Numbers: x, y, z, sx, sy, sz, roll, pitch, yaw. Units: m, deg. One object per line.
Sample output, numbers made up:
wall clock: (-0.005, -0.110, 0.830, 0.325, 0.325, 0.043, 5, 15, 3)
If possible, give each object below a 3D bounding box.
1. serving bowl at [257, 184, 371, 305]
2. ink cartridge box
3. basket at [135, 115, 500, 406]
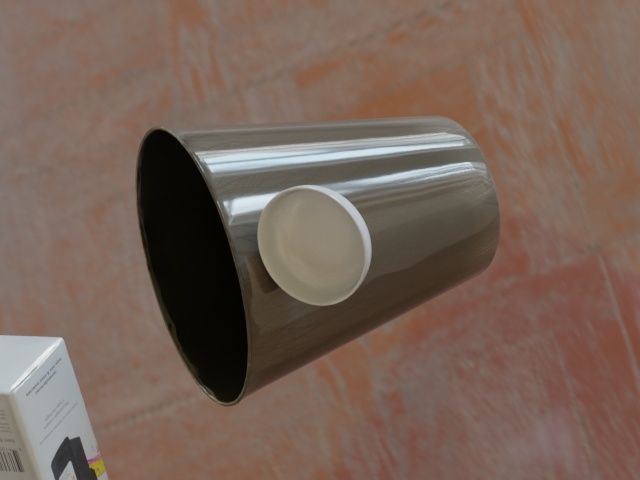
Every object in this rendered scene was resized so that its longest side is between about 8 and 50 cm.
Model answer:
serving bowl: (0.000, 0.000, 1.281, 0.083, 0.027, 0.083, 12, 116, 27)
ink cartridge box: (-0.223, 0.157, 1.335, 0.127, 0.175, 0.072, 1, 30, 27)
basket: (0.004, -0.006, 1.407, 0.227, 0.154, 0.204, -14, 87, -27)
